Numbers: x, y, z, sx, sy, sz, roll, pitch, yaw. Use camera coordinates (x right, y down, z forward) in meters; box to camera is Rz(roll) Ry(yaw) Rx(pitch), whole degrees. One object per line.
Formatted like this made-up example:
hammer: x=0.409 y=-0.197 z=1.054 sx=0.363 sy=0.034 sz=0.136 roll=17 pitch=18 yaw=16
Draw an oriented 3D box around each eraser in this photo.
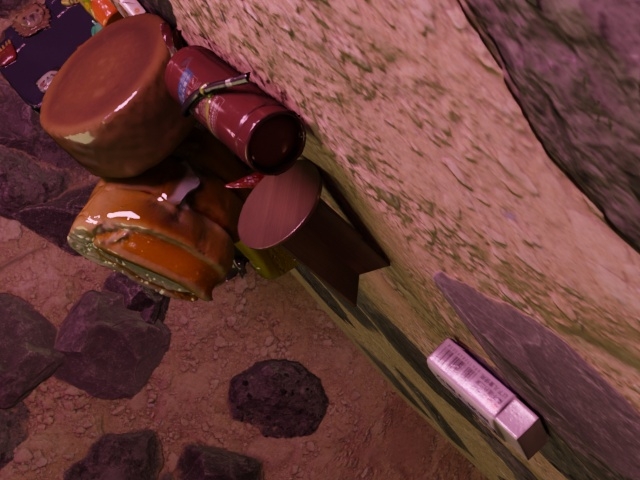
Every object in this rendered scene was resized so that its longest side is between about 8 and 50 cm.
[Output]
eraser: x=0.282 y=0.266 z=1.390 sx=0.210 sy=0.068 sz=0.124 roll=42 pitch=171 yaw=37

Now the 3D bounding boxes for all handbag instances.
handbag: x=-0.670 y=-0.489 z=2.116 sx=0.329 sy=0.303 sz=0.122 roll=46 pitch=174 yaw=24

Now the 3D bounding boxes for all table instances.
table: x=0.000 y=0.000 z=1.348 sx=0.226 sy=0.167 sz=0.167 roll=41 pitch=179 yaw=-38

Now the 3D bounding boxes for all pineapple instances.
pineapple: x=-0.167 y=0.014 z=2.129 sx=0.119 sy=0.130 sz=0.277 roll=36 pitch=-148 yaw=15

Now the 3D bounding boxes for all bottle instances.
bottle: x=-0.473 y=-0.515 z=1.682 sx=0.187 sy=0.069 sz=0.069 roll=48 pitch=174 yaw=9

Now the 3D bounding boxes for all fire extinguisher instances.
fire extinguisher: x=-0.151 y=-0.219 z=1.196 sx=0.341 sy=0.105 sz=0.141 roll=43 pitch=143 yaw=43

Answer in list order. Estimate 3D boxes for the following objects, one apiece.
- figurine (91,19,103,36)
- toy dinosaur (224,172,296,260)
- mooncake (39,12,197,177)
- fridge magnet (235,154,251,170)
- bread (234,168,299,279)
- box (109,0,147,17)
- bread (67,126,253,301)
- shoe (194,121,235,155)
figurine: x=-0.432 y=-0.425 z=1.844 sx=0.195 sy=0.102 sz=0.111 roll=47 pitch=162 yaw=-22
toy dinosaur: x=-0.066 y=-0.045 z=1.631 sx=0.206 sy=0.113 sz=0.327 roll=49 pitch=176 yaw=4
mooncake: x=-0.341 y=-0.249 z=1.453 sx=0.284 sy=0.284 sz=0.155 roll=42 pitch=176 yaw=43
fridge magnet: x=-0.279 y=-0.179 z=2.042 sx=0.363 sy=0.155 sz=0.363 roll=48 pitch=174 yaw=6
bread: x=-0.136 y=-0.042 z=1.907 sx=0.112 sy=0.166 sz=0.383 roll=57 pitch=-179 yaw=31
box: x=-0.401 y=-0.482 z=1.549 sx=0.220 sy=0.032 sz=0.122 roll=47 pitch=174 yaw=1
bread: x=-0.268 y=-0.081 z=1.560 sx=0.300 sy=0.341 sz=0.210 roll=31 pitch=143 yaw=-13
shoe: x=-0.304 y=-0.267 z=1.804 sx=0.316 sy=0.124 sz=0.159 roll=38 pitch=176 yaw=14
